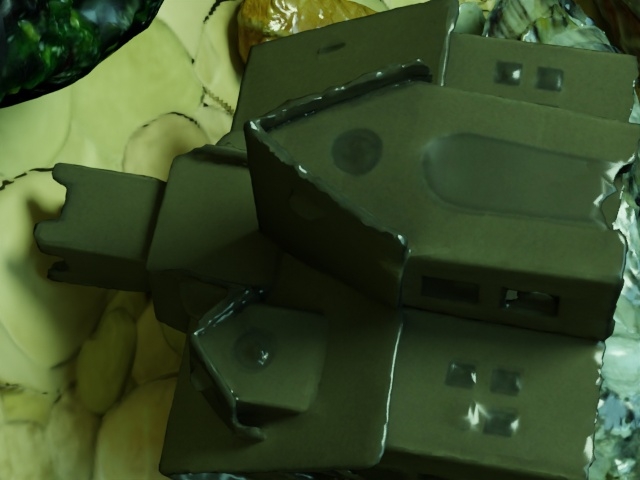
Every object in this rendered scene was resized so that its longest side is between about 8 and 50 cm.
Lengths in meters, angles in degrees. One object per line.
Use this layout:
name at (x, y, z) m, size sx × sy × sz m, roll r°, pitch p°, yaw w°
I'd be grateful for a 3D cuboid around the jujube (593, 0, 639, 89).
jujube at (0.278, -0.197, 1.137) m, size 0.308 × 0.215 × 0.246 m, roll 63°, pitch 32°, yaw -20°

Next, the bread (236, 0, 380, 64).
bread at (0.014, -0.101, 0.922) m, size 0.157 × 0.044 × 0.052 m, roll 11°, pitch 84°, yaw -51°

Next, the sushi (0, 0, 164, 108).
sushi at (-0.140, -0.110, 0.649) m, size 0.225 × 0.124 × 0.127 m, roll -36°, pitch 112°, yaw -56°

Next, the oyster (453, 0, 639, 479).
oyster at (0.147, 0.019, 1.016) m, size 0.162 × 0.158 × 0.351 m, roll -3°, pitch 71°, yaw -28°

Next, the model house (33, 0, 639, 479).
model house at (0.000, 0.000, 0.724) m, size 0.204 × 0.243 × 0.211 m, roll 87°, pitch 13°, yaw -65°
